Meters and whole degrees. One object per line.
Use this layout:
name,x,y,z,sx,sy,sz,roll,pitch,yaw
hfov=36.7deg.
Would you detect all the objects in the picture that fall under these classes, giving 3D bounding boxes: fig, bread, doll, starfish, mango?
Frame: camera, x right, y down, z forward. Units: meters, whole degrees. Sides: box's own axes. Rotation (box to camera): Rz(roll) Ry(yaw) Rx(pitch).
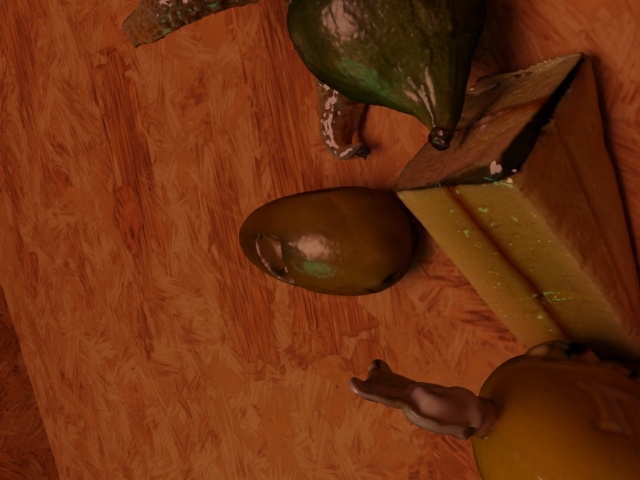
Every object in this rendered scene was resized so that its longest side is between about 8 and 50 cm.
fig,0.089,-0.190,0.939,0.235,0.203,0.203,58,142,18
bread,0.224,-0.024,0.937,0.264,0.163,0.167,49,151,-23
doll,0.214,0.202,0.760,0.423,0.348,0.161,41,110,44
starfish,-0.080,-0.317,1.102,0.324,0.082,0.432,8,113,6
mango,0.000,0.000,1.169,0.262,0.167,0.130,1,89,58
